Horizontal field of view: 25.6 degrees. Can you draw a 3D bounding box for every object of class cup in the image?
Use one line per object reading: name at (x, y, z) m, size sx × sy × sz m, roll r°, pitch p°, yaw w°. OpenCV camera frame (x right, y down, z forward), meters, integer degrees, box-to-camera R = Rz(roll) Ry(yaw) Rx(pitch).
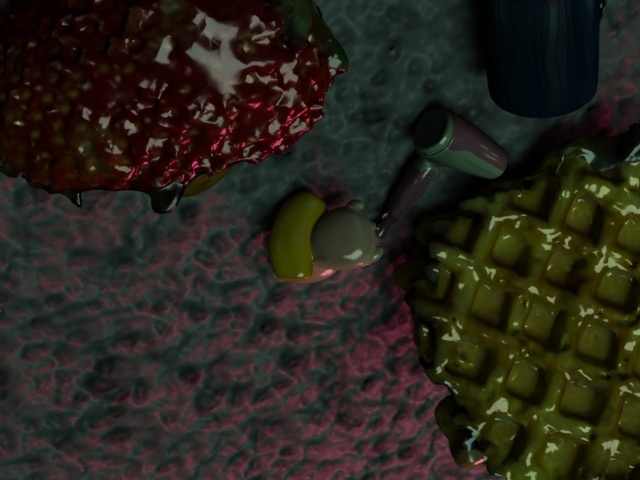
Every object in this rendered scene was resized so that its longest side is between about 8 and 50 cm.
cup at (0.225, -0.205, 1.338) m, size 0.150 × 0.113 × 0.138 m, roll -19°, pitch 131°, yaw -11°

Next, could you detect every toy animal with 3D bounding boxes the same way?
toy animal at (0.000, 0.000, 1.406) m, size 0.114 × 0.091 × 0.082 m, roll -15°, pitch 158°, yaw 0°

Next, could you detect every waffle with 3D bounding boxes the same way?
waffle at (0.285, 0.089, 1.450) m, size 0.382 × 0.380 × 0.095 m, roll -21°, pitch 173°, yaw 0°

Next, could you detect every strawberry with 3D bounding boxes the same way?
strawberry at (-0.143, -0.135, 1.130) m, size 0.306 × 0.138 × 0.233 m, roll -34°, pitch 90°, yaw -2°

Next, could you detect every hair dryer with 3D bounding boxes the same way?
hair dryer at (0.107, -0.061, 1.436) m, size 0.154 × 0.054 × 0.106 m, roll -42°, pitch 137°, yaw 20°

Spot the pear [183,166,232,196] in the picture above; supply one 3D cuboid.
pear at (-0.120, -0.099, 1.250) m, size 0.107 × 0.107 × 0.131 m, roll 13°, pitch 109°, yaw -33°
